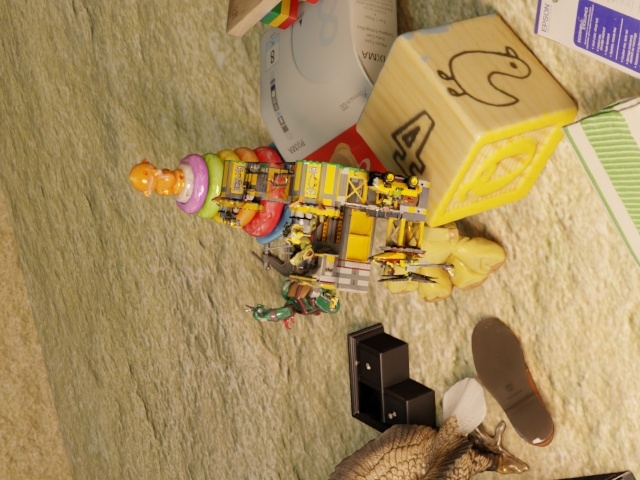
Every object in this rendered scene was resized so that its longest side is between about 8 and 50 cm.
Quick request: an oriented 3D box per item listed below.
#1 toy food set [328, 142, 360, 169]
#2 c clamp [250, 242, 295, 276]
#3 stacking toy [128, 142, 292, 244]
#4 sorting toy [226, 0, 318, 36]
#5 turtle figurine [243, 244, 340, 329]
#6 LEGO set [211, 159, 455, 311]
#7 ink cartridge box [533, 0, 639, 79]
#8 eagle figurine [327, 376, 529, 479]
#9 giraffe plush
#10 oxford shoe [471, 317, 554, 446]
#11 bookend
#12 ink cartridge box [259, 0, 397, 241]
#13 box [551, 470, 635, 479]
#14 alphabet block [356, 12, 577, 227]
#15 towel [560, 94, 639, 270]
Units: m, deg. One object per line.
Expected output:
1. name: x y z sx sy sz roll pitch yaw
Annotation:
1. toy food set: 0.037 -0.096 1.991 0.083 0.020 0.082 49 136 39
2. c clamp: -0.088 -0.002 2.490 0.137 0.022 0.160 42 137 39
3. stacking toy: -0.193 -0.094 2.332 0.166 0.302 0.175 -29 62 55
4. sorting toy: -0.042 -0.466 2.075 0.257 0.089 0.255 -28 53 58
5. turtle figurine: -0.029 0.078 2.361 0.234 0.118 0.175 -4 60 55
6. LEGO set: 0.000 0.000 1.812 0.331 0.255 0.192 6 89 54
7. ink cartridge box: 0.400 -0.275 1.601 0.333 0.065 0.165 35 132 42
8. eagle figurine: 0.163 0.368 2.029 0.225 0.298 0.226 55 144 26
9. giraffe plush: 0.158 -0.029 1.997 0.181 0.210 0.170 -25 55 27
10. oxford shoe: 0.284 0.215 2.000 0.212 0.076 0.076 68 -172 26
11. bookend: 0.123 0.240 2.241 0.157 0.072 0.156 23 122 49
12. ink cartridge box: 0.006 -0.196 2.078 0.308 0.091 0.384 -28 57 56
13. box: 0.343 0.410 1.917 0.207 0.153 0.108 -23 85 58
14. alphabet block: 0.196 -0.165 1.840 0.197 0.192 0.193 54 145 25
15. towel: 0.440 -0.074 1.591 0.247 0.038 0.325 61 153 -5
